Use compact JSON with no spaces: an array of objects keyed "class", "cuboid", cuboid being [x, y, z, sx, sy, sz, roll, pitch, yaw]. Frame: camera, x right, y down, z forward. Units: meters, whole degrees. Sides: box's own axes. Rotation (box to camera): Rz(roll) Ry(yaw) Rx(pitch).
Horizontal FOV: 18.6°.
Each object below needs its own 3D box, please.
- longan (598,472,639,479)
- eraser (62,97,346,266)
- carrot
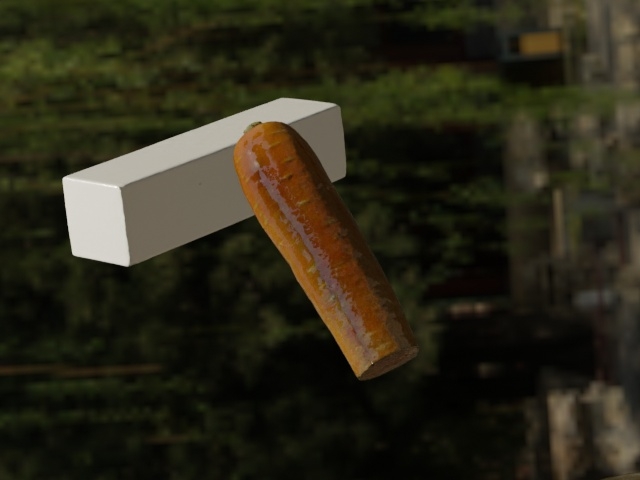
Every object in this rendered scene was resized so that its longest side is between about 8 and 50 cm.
[{"class":"longan","cuboid":[0.155,0.218,0.921,0.198,0.198,0.212,38,-145,-82]},{"class":"eraser","cuboid":[-0.101,-0.059,1.812,0.298,0.078,0.076,-24,-64,-45]},{"class":"carrot","cuboid":[0.000,0.000,1.510,0.225,0.067,0.067,59,179,15]}]
